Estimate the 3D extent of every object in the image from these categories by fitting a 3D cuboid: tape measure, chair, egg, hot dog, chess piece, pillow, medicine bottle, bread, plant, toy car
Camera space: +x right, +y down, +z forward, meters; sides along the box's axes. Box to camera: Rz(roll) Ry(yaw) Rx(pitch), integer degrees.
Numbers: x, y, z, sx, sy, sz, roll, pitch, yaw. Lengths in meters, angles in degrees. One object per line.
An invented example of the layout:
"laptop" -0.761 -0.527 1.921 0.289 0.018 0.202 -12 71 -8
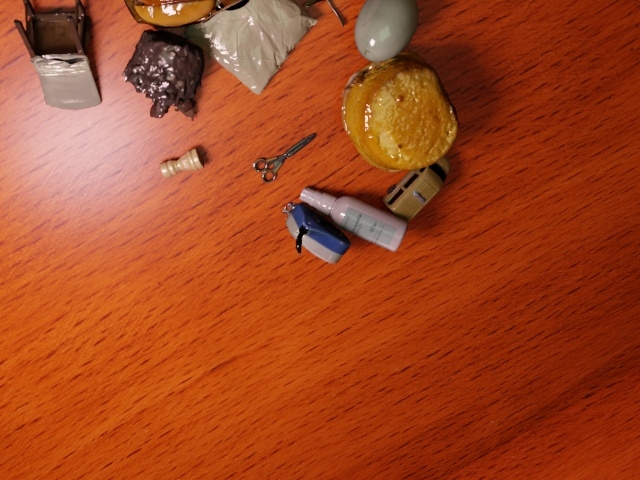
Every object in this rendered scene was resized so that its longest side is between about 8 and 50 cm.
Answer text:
"tape measure" 0.000 0.000 1.751 0.215 0.351 0.097 33 103 -20
"chair" -0.685 -0.516 1.517 0.160 0.319 0.186 -7 68 -11
"egg" 0.187 -0.616 1.640 0.168 0.168 0.230 34 77 -22
"hot dog" -0.367 -0.663 1.497 0.326 0.107 0.193 -21 100 5
"chess piece" -0.417 -0.228 1.726 0.122 0.066 0.066 -21 114 1
"pillow" -0.194 -0.602 1.618 0.274 0.076 0.280 37 100 -22
"medicine bottle" 0.101 -0.081 1.839 0.352 0.110 0.110 24 105 2
"bread" 0.250 -0.384 1.737 0.337 0.204 0.358 -38 112 -3
"plant" -0.426 -0.451 1.573 0.178 0.204 0.233 34 119 17
"toy car" 0.325 -0.179 1.876 0.101 0.124 0.256 40 99 -24

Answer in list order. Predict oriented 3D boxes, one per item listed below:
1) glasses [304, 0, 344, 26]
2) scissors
"glasses" 0.055 -0.718 1.615 0.239 0.102 0.206 8 109 -16
"scissors" -0.106 -0.268 1.803 0.220 0.017 0.088 -35 114 2
